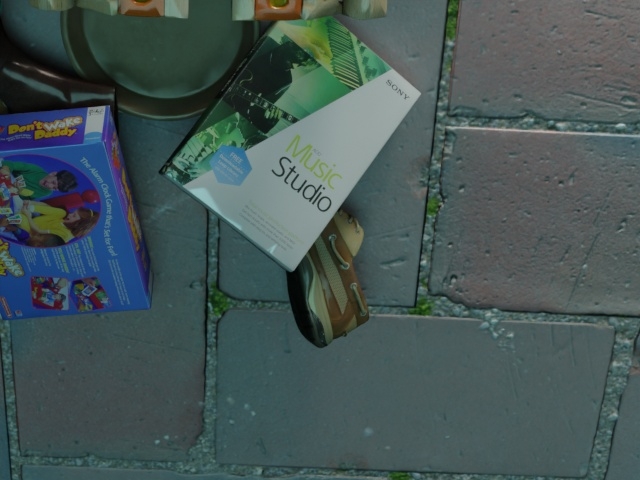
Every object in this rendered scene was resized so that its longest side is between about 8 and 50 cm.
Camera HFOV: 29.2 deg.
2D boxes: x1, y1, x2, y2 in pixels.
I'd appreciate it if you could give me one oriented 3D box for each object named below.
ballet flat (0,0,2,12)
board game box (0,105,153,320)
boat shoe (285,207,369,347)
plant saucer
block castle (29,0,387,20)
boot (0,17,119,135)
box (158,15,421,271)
[{"bbox_3d":[-0.582,-0.276,1.631,0.342,0.124,0.116,-11,87,29],"label":"ballet flat"},{"bbox_3d":[-0.390,-0.030,1.790,0.233,0.078,0.347,-4,136,2],"label":"board game box"},{"bbox_3d":[0.000,0.000,1.855,0.120,0.122,0.324,-18,113,-15],"label":"boat shoe"},{"bbox_3d":[-0.223,-0.301,1.722,0.278,0.041,0.278,-1,118,-1],"label":"plant saucer"},{"bbox_3d":[-0.136,-0.402,1.496,0.453,0.303,0.213,1,111,-6],"label":"block castle"},{"bbox_3d":[-0.388,-0.229,1.727,0.207,0.090,0.248,5,130,3],"label":"boot"},{"bbox_3d":[-0.039,-0.151,1.716,0.232,0.058,0.322,38,82,-19],"label":"box"}]
